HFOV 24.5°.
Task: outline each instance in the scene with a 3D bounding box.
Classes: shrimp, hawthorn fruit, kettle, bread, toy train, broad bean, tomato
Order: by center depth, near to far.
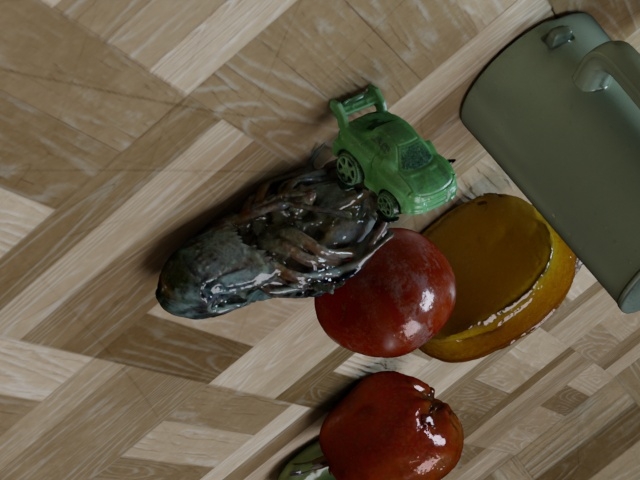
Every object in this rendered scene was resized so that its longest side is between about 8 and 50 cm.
[{"bbox_3d":[0.075,-0.090,1.551,0.099,0.149,0.081,-23,136,-30],"label":"toy train"},{"bbox_3d":[-0.002,0.001,1.621,0.372,0.172,0.137,-28,153,-3],"label":"shrimp"},{"bbox_3d":[0.351,-0.110,1.735,0.205,0.318,0.265,-12,149,-45],"label":"kettle"},{"bbox_3d":[0.083,0.065,1.935,0.187,0.151,0.187,-32,-158,14],"label":"tomato"},{"bbox_3d":[0.224,0.053,2.061,0.270,0.195,0.142,-36,153,9],"label":"bread"},{"bbox_3d":[0.086,0.341,2.467,0.299,0.211,0.211,-27,161,10],"label":"hawthorn fruit"},{"bbox_3d":[0.012,0.414,2.646,0.228,0.100,0.169,8,125,-46],"label":"broad bean"}]

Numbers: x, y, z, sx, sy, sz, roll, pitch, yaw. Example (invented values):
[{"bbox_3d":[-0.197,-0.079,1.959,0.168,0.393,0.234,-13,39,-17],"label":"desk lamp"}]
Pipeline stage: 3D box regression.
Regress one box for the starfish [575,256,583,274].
[{"bbox_3d":[0.490,-0.078,2.299,0.398,0.132,0.384,-22,150,4],"label":"starfish"}]
